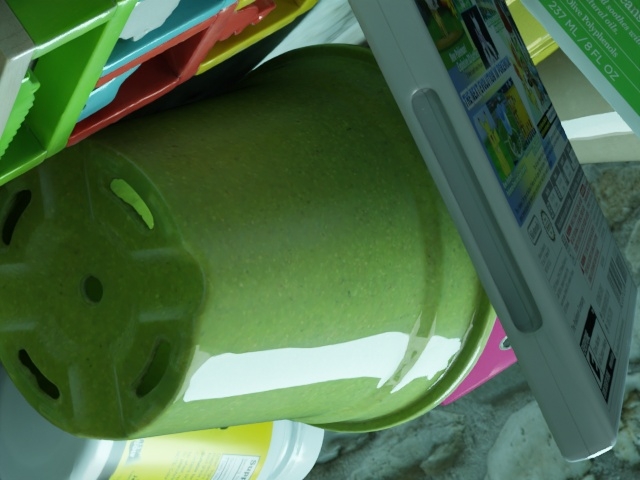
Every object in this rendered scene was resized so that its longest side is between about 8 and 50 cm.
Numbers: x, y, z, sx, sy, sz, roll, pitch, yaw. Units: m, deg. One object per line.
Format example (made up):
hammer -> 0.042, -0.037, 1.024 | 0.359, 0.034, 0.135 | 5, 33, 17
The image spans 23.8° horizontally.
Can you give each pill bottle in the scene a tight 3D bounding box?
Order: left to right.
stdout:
pill bottle -> -0.159, 0.183, 1.567 | 0.334, 0.188, 0.188 | 11, 140, -46

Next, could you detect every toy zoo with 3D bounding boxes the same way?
toy zoo -> -0.056, -0.126, 0.761 | 0.293, 0.030, 0.192 | -33, 176, -27

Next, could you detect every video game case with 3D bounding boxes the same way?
video game case -> 0.121, -0.051, 0.960 | 0.036, 0.300, 0.329 | -24, -174, 18

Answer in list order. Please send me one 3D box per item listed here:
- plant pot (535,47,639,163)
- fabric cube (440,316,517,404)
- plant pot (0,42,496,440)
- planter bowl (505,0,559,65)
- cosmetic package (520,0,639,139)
plant pot -> 0.259, -0.179, 1.539 | 0.229, 0.263, 0.263 | -15, 173, -7
fabric cube -> 0.159, 0.006, 1.891 | 0.254, 0.259, 0.258 | -35, 149, 2
plant pot -> -0.065, 0.014, 0.970 | 0.276, 0.276, 0.254 | -38, 163, 35
planter bowl -> 0.170, -0.198, 1.376 | 0.217, 0.090, 0.217 | -35, 175, -3
cosmetic package -> 0.346, -0.255, 1.162 | 0.155, 0.197, 0.365 | -30, 165, -41
